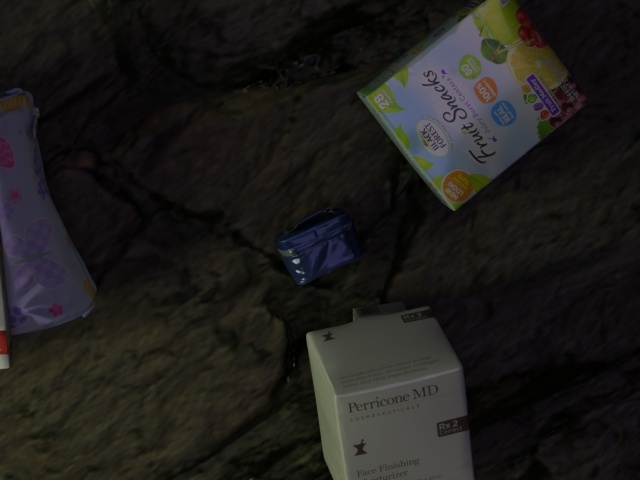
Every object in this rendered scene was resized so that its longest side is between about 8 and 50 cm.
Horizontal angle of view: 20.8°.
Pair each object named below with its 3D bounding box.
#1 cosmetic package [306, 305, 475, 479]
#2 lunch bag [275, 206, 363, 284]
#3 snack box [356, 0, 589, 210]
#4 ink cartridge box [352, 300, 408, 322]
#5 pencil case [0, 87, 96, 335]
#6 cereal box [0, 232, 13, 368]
[{"bbox_3d":[0.081,0.199,1.997,0.151,0.151,0.183,-13,119,-8],"label":"cosmetic package"},{"bbox_3d":[0.000,0.000,2.018,0.098,0.067,0.065,-26,103,-6],"label":"lunch bag"},{"bbox_3d":[0.177,-0.166,2.023,0.207,0.070,0.174,-40,104,-1],"label":"snack box"},{"bbox_3d":[0.072,0.132,2.067,0.063,0.029,0.115,-8,118,-9],"label":"ink cartridge box"},{"bbox_3d":[-0.342,-0.031,1.930,0.124,0.113,0.273,-23,103,-31],"label":"pencil case"},{"bbox_3d":[-0.424,0.025,1.850,0.173,0.047,0.240,-5,102,-4],"label":"cereal box"}]
